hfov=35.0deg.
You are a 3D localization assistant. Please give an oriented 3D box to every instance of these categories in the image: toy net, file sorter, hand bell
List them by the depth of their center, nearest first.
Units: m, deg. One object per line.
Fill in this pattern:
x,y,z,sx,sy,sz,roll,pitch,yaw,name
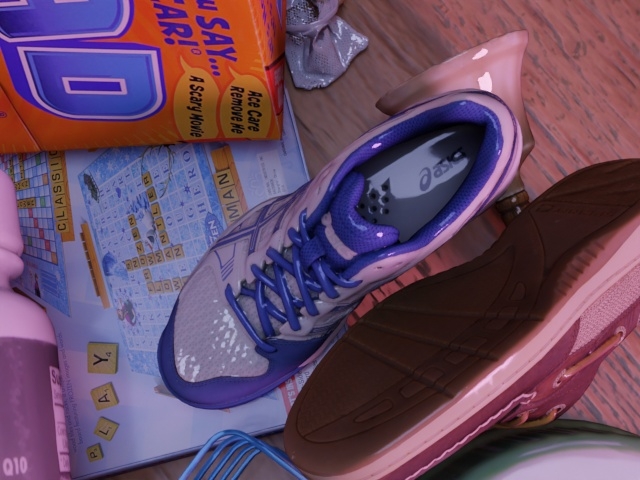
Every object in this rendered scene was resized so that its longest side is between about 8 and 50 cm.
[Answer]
-0.042,0.199,0.670,0.104,0.170,0.118,34,80,12,file sorter
0.150,-0.022,0.762,0.126,0.126,0.242,-26,89,-3,hand bell
-0.002,-0.241,0.837,0.122,0.045,0.232,12,77,5,toy net

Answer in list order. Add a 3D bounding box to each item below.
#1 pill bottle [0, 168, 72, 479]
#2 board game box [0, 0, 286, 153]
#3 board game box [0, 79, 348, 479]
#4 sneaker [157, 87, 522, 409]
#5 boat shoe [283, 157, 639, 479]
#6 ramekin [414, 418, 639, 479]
-0.254,0.143,0.608,0.204,0.204,0.361,-10,78,0,pill bottle
-0.217,-0.300,0.659,0.356,0.356,0.357,-2,62,4,board game box
-0.154,0.014,0.772,0.318,0.066,0.319,-14,77,-1,board game box
0.000,0.000,0.655,0.296,0.131,0.112,-42,84,5,sneaker
0.128,0.072,0.651,0.342,0.123,0.123,-36,117,-31,boat shoe
0.171,0.264,0.653,0.303,0.148,0.303,-1,76,3,ramekin
